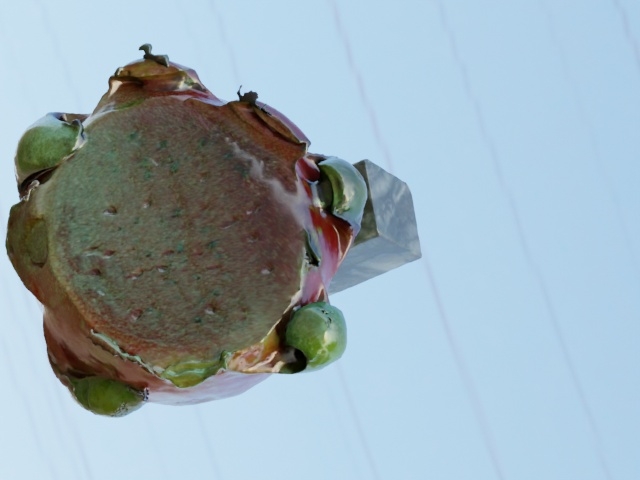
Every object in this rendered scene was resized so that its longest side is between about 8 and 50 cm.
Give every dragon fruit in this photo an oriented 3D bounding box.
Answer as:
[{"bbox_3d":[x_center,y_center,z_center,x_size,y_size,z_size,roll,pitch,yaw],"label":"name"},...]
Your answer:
[{"bbox_3d":[-0.100,0.005,1.330,0.295,0.268,0.130,45,-17,15],"label":"dragon fruit"}]

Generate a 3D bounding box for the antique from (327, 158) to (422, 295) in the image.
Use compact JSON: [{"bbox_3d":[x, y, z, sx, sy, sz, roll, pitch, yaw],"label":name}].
[{"bbox_3d":[0.000,0.000,1.801,0.183,0.086,0.088,-24,-121,27],"label":"antique"}]
